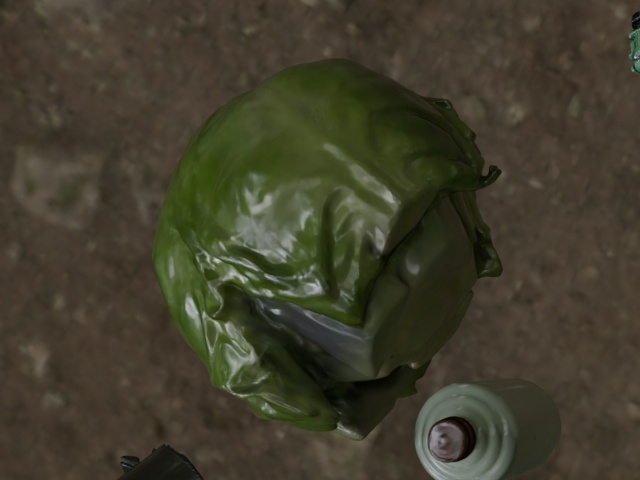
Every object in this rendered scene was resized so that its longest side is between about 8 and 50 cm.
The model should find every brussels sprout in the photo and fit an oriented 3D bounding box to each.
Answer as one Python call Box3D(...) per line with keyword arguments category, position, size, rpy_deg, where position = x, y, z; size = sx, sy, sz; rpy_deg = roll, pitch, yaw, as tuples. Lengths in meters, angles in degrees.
Box3D(category="brussels sprout", position=(-0.008, -0.009, 1.668), size=(0.361, 0.425, 0.342), rpy_deg=(35, -160, 29))

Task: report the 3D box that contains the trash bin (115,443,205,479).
Box3D(category="trash bin", position=(-0.255, 0.426, 1.783), size=(0.252, 0.301, 0.203), rpy_deg=(37, 151, 32))

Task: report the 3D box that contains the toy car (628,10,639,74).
Box3D(category="toy car", position=(0.386, -0.215, 1.448), size=(0.143, 0.073, 0.054), rpy_deg=(-16, 137, 27))

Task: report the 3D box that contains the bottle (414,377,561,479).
Box3D(category="bottle", position=(0.160, 0.189, 1.391), size=(0.104, 0.104, 0.245), rpy_deg=(16, -178, 23))
